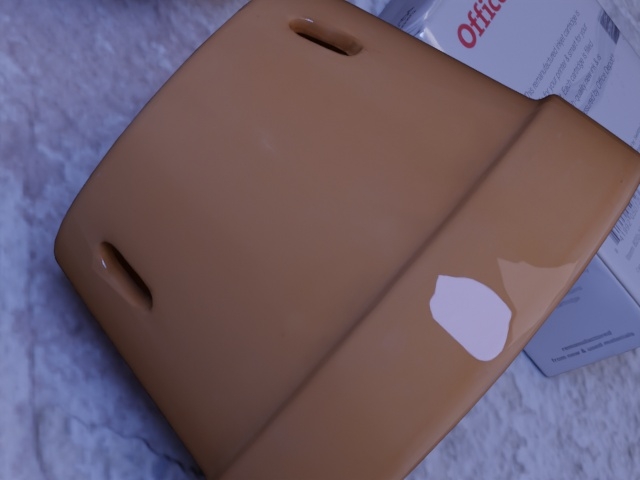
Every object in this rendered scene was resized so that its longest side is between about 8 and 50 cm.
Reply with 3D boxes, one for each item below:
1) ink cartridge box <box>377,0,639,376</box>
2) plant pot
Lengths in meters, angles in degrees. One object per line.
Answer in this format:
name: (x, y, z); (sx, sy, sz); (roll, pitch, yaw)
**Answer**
ink cartridge box: (0.157, -0.077, 1.014); (0.283, 0.117, 0.207); (49, 45, -14)
plant pot: (0.000, 0.000, 0.735); (0.203, 0.291, 0.291); (42, 45, 2)
